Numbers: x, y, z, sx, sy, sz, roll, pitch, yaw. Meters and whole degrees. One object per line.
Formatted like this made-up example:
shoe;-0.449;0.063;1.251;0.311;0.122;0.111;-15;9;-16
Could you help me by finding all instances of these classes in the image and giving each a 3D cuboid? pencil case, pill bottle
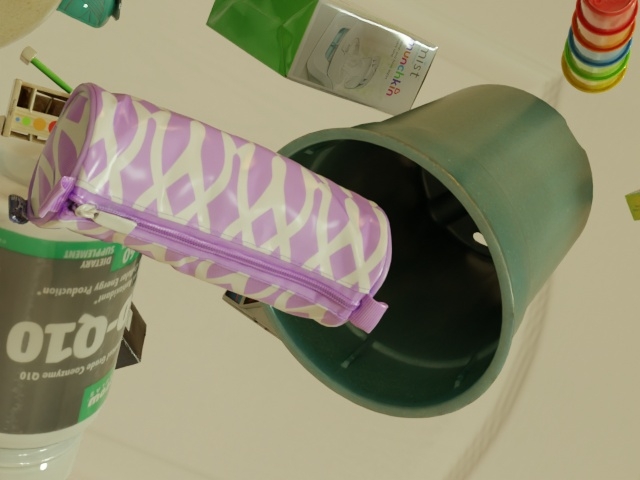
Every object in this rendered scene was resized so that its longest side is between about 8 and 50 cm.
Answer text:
pencil case;-0.059;-0.015;0.607;0.086;0.206;0.088;-60;-151;22
pill bottle;-0.297;0.075;1.096;0.204;0.204;0.361;-85;-168;-60

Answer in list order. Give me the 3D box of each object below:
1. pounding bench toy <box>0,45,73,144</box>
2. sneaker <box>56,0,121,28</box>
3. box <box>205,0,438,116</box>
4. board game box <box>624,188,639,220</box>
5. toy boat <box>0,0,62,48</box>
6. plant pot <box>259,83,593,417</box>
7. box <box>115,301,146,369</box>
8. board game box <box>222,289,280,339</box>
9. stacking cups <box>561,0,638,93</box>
pounding bench toy;-0.244;-0.126;0.986;0.052;0.065;0.083;-161;-96;-71
sneaker;-0.244;-0.339;1.275;0.295;0.124;0.178;11;-98;51
box;-0.002;-0.299;1.617;0.262;0.231;0.127;41;-68;49
board game box;0.522;-0.069;1.555;0.092;0.043;0.181;-23;-177;-15
toy boat;-0.375;-0.329;1.100;0.148;0.267;0.318;59;-39;33
plant pot;0.143;-0.022;1.303;0.334;0.341;0.341;-35;164;-47
box;-0.369;0.122;1.654;0.158;0.156;0.093;-16;-145;11
board game box;0.000;0.000;1.608;0.193;0.053;0.305;30;-93;47
stacking cups;0.371;-0.274;1.421;0.316;0.096;0.096;42;72;-80
